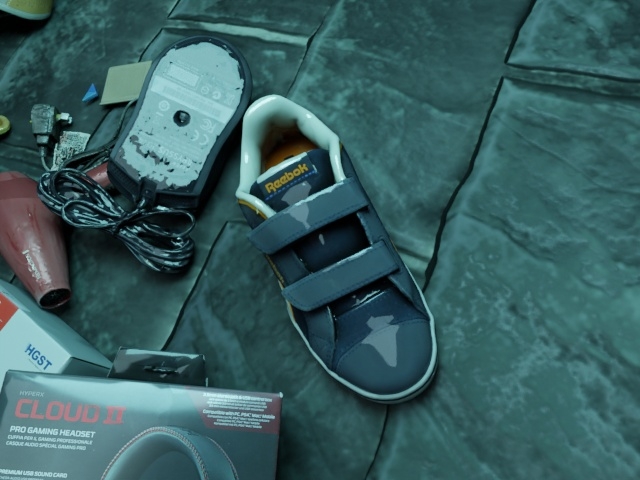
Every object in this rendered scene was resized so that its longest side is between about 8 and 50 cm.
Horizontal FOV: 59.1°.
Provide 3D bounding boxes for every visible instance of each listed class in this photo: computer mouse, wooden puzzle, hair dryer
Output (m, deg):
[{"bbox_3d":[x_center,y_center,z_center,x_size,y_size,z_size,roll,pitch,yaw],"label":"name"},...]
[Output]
[{"bbox_3d":[-0.177,-0.113,0.660,0.189,0.072,0.272,29,81,-1],"label":"computer mouse"},{"bbox_3d":[-0.264,-0.215,0.775,0.117,0.014,0.078,3,63,18],"label":"wooden puzzle"},{"bbox_3d":[-0.303,-0.062,0.680,0.224,0.080,0.293,0,67,16],"label":"hair dryer"}]

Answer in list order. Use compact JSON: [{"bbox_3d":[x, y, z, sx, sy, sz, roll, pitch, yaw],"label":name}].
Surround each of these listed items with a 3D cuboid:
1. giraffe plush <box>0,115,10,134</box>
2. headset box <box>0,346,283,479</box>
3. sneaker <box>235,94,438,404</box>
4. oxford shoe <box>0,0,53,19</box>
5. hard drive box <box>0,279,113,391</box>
[{"bbox_3d":[-0.501,-0.133,0.735,0.182,0.210,0.170,20,39,-17],"label":"giraffe plush"},{"bbox_3d":[-0.150,0.233,0.443,0.218,0.110,0.293,8,66,-6],"label":"headset box"},{"bbox_3d":[0.000,0.000,0.536,0.126,0.127,0.321,-29,63,1],"label":"sneaker"},{"bbox_3d":[-0.610,-0.393,0.893,0.450,0.169,0.129,4,111,20],"label":"oxford shoe"},{"bbox_3d":[-0.356,0.177,0.583,0.181,0.089,0.232,29,77,25],"label":"hard drive box"}]
